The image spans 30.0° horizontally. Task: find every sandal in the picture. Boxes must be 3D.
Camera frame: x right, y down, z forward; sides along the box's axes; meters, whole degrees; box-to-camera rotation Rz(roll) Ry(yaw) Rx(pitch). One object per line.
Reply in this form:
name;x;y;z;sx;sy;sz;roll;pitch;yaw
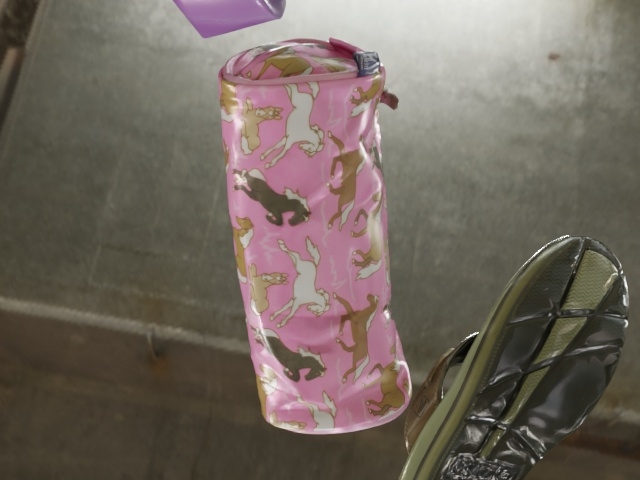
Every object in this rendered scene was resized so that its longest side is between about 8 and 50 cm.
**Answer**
sandal;0.103;0.123;0.824;0.303;0.120;0.086;-57;-143;2

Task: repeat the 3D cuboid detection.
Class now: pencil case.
pencil case;0.000;0.000;1.174;0.167;0.386;0.160;-1;-160;9

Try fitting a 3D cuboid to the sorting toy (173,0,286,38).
sorting toy;-0.023;-0.256;0.401;0.126;0.127;0.366;-14;-100;12
